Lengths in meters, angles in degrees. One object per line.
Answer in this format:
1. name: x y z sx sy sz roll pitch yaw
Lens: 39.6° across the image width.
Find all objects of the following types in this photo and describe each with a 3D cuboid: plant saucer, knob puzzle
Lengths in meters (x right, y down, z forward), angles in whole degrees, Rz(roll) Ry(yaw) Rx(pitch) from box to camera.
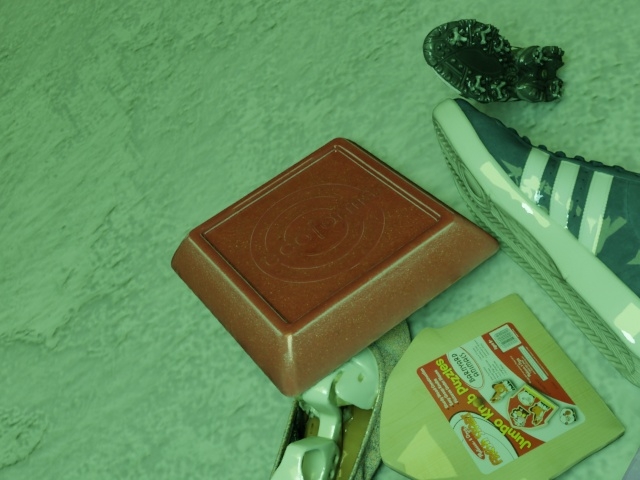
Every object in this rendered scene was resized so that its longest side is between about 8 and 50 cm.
1. plant saucer: 0.000 0.000 0.901 0.258 0.048 0.259 -34 43 -15
2. knob puzzle: 0.141 0.156 0.803 0.213 0.030 0.213 -6 51 7

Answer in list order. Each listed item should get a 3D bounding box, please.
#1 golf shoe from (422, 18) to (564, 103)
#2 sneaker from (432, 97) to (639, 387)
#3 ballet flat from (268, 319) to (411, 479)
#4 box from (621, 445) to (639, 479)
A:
1. golf shoe: 0.159 -0.173 0.901 0.094 0.198 0.077 10 93 49
2. sneaker: 0.244 -0.032 0.821 0.148 0.131 0.350 -35 59 -2
3. ballet flat: 0.008 0.184 0.832 0.107 0.106 0.316 4 67 29
4. box: 0.290 0.209 0.573 0.201 0.293 0.057 17 116 28
